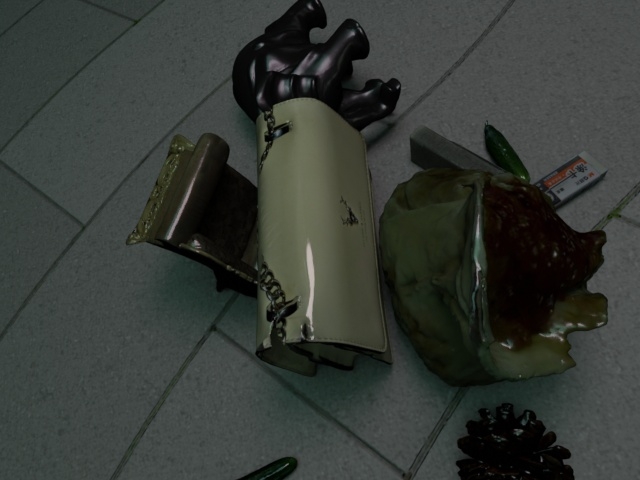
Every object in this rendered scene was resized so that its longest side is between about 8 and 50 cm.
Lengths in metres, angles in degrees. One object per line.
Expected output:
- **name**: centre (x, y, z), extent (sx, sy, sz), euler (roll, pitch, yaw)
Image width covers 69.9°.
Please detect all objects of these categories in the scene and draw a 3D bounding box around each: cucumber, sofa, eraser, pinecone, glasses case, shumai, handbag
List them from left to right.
- **sofa**: centre (-0.141, -0.031, 0.738), extent (0.181, 0.258, 0.200), euler (3, 66, 32)
- **cucumber**: centre (-0.117, 0.366, 0.675), extent (0.184, 0.036, 0.033), euler (-25, 70, 3)
- **handbag**: centre (0.000, 0.000, 0.679), extent (0.160, 0.236, 0.359), euler (-15, 63, 22)
- **shumai**: centre (0.178, 0.016, 0.570), extent (0.291, 0.288, 0.330), euler (-32, 66, 22)
- **glasses case**: centre (0.241, -0.119, 0.767), extent (0.047, 0.071, 0.205), euler (-44, 62, -10)
- **cucumber**: centre (0.312, -0.145, 0.776), extent (0.037, 0.037, 0.155), euler (-21, 56, 6)
- **pinecone**: centre (0.238, 0.268, 0.566), extent (0.140, 0.140, 0.121), euler (2, 40, 17)
- **eraser**: centre (0.389, -0.090, 0.734), extent (0.122, 0.029, 0.052), euler (-33, 62, 0)

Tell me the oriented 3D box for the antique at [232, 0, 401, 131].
- **antique**: centre (-0.030, -0.287, 0.863), extent (0.255, 0.185, 0.322), euler (-36, 61, -10)
